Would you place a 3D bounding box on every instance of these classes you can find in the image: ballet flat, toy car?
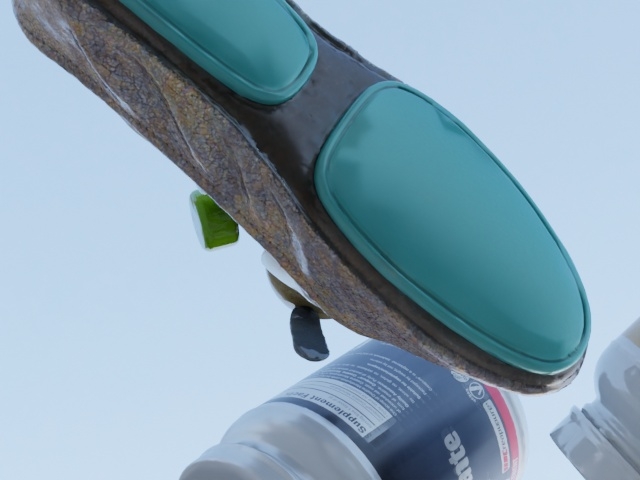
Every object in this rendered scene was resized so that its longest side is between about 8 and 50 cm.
[{"bbox_3d":[-0.014,-0.041,0.534,0.316,0.107,0.106,45,-35,-3],"label":"ballet flat"},{"bbox_3d":[0.000,0.000,0.878,0.155,0.188,0.149,-15,-32,-13],"label":"toy car"}]

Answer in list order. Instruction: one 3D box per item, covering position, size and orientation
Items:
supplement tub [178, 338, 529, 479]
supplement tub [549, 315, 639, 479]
[{"bbox_3d":[0.032,0.199,1.002,0.191,0.272,0.191,22,-56,36],"label":"supplement tub"},{"bbox_3d":[0.348,0.107,0.862,0.316,0.228,0.228,-44,-78,4],"label":"supplement tub"}]
